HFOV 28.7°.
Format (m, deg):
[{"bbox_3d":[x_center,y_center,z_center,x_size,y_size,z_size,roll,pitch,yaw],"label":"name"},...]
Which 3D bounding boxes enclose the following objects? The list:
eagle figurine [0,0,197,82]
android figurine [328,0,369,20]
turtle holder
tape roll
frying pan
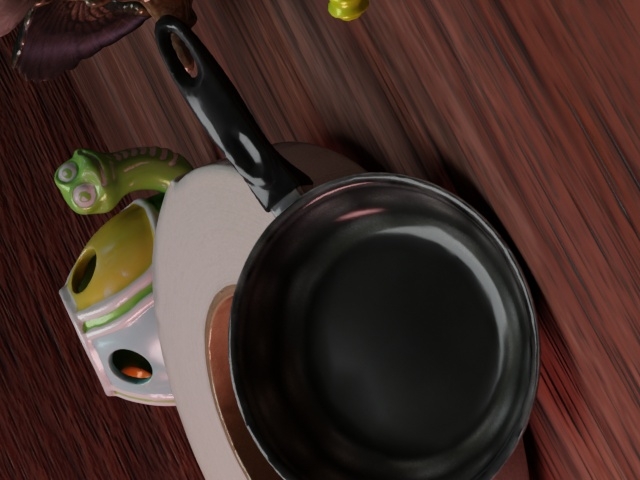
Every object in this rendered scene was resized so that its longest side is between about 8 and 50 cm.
[{"bbox_3d":[-0.155,-0.216,0.909,0.225,0.226,0.298,49,174,-33],"label":"eagle figurine"},{"bbox_3d":[-0.023,-0.223,0.539,0.248,0.056,0.272,36,150,37],"label":"android figurine"},{"bbox_3d":[-0.179,0.054,1.450,0.243,0.227,0.320,59,167,32],"label":"turtle holder"},{"bbox_3d":[-0.003,0.118,0.919,0.392,0.072,0.392,38,138,43],"label":"tape roll"},{"bbox_3d":[-0.012,0.027,0.740,0.326,0.197,0.053,36,-164,27],"label":"frying pan"}]
